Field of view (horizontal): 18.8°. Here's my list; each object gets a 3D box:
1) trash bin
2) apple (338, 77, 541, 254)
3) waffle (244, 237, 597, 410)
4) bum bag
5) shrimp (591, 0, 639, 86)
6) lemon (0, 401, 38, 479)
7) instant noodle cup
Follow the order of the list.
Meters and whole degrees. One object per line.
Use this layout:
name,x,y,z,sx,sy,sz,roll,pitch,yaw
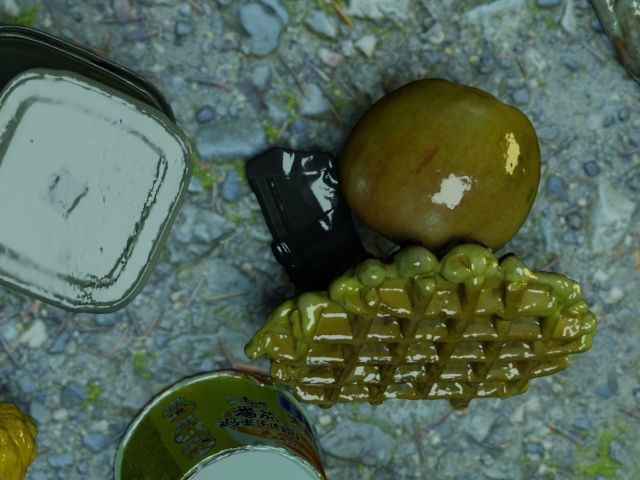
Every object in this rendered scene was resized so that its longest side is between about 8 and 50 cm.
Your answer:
trash bin,-0.222,-0.051,1.581,0.220,0.250,0.219,22,92,-17
apple,0.108,-0.064,1.692,0.182,0.182,0.155,30,97,-19
waffle,0.092,0.088,1.717,0.301,0.281,0.058,13,57,-32
bum bag,0.000,0.000,1.754,0.087,0.049,0.197,-16,109,16
shrimp,0.369,-0.223,1.770,0.247,0.085,0.360,-15,104,0
lemon,-0.333,0.196,1.675,0.187,0.142,0.142,-26,109,-13
instant noodle cup,-0.081,0.233,1.740,0.205,0.153,0.205,-3,104,-11
